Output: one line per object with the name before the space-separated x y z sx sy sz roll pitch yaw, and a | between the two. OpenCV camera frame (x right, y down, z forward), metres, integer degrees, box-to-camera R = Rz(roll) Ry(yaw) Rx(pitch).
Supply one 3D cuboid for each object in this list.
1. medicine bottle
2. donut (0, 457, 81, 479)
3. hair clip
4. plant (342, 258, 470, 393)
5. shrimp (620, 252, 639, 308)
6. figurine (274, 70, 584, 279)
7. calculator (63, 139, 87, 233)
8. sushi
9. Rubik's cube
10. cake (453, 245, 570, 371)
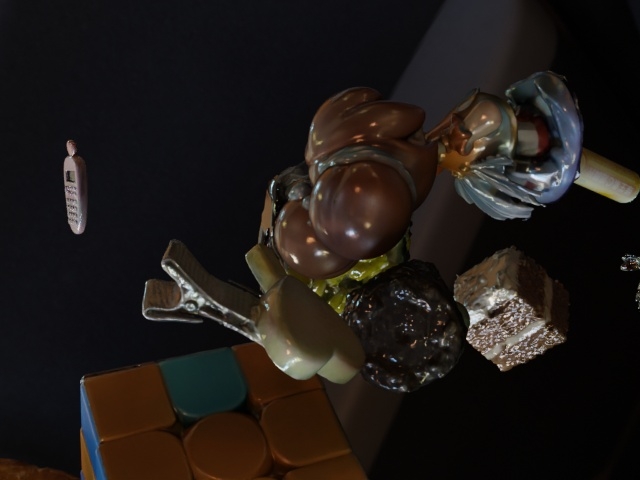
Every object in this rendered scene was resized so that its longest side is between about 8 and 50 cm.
medicine bottle | 0.469 -0.123 1.697 0.074 0.218 0.073 -24 59 46
donut | -0.469 0.535 1.442 0.435 0.378 0.163 -92 15 -58
hair clip | -0.055 0.066 0.925 0.071 0.219 0.159 -56 15 28
plant | 0.108 0.102 1.201 0.149 0.274 0.146 -14 85 8
shrimp | 0.628 0.082 1.854 0.076 0.082 0.174 -9 40 6
figurine | 0.137 -0.091 1.304 0.277 0.388 0.248 142 120 -67
calculator | -0.431 -0.094 1.716 0.103 0.024 0.165 13 105 62
sushi | 0.060 0.003 1.907 0.285 0.329 0.327 7 88 59
Rubik's cube | -0.126 0.331 1.208 0.290 0.291 0.291 101 150 -44
cake | 0.288 0.101 1.498 0.135 0.147 0.134 -39 16 33
